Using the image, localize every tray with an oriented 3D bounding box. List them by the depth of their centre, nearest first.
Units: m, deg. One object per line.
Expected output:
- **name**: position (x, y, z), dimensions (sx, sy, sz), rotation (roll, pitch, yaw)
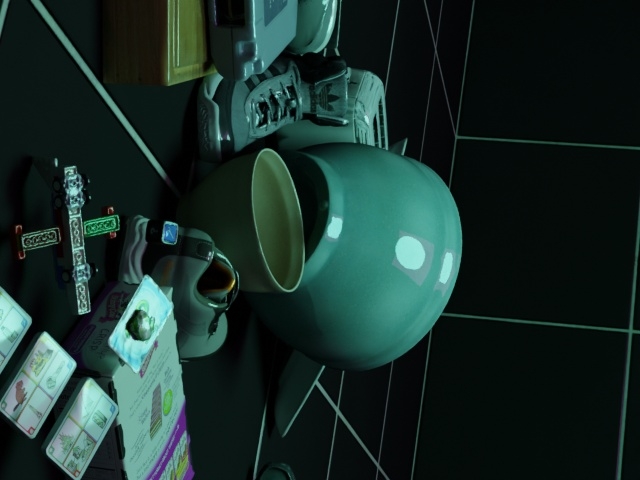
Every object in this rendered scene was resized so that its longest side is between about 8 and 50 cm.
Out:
- **tray**: position (-0.142, -0.366, 1.348), dimensions (0.203, 0.076, 0.410), rotation (-40, 134, -72)

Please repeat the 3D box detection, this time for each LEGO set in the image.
- **LEGO set**: position (-0.212, 0.052, 1.171), dimensions (0.182, 0.060, 0.244), rotation (54, 51, -40)

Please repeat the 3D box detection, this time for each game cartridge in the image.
- **game cartridge**: position (-0.067, -0.330, 1.410), dimensions (0.196, 0.060, 0.294), rotation (-53, 146, -61)

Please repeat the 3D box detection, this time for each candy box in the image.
- **candy box**: position (-0.189, 0.179, 1.334), dimensions (0.159, 0.071, 0.233), rotation (-62, 154, -58)

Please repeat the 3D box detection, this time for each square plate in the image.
- **square plate**: position (0.021, 0.061, 2.026), dimensions (0.347, 0.049, 0.344), rotation (-71, -176, -48)

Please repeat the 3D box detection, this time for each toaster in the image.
- **toaster**: position (0.012, -0.144, 1.925), dimensions (0.129, 0.146, 0.227), rotation (-70, 160, -48)

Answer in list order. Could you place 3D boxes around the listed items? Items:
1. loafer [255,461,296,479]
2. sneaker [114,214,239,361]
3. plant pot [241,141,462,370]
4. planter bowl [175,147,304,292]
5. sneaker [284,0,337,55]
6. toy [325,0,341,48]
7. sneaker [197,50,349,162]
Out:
- **loafer**: position (-0.074, 0.416, 1.901), dimensions (0.078, 0.076, 0.223), rotation (56, 44, -82)
- **sneaker**: position (-0.133, 0.063, 1.460), dimensions (0.271, 0.108, 0.100), rotation (69, 27, -65)
- **plant pot**: position (0.000, 0.000, 1.723), dimensions (0.196, 0.293, 0.293), rotation (24, 68, -48)
- **planter bowl**: position (-0.095, -0.015, 1.551), dimensions (0.162, 0.109, 0.162), rotation (-9, 90, -73)
- **sneaker**: position (-0.043, -0.354, 1.655), dimensions (0.178, 0.124, 0.295), rotation (-65, 149, -69)
- **toy**: position (-0.031, -0.372, 1.799), dimensions (0.056, 0.137, 0.237), rotation (0, 97, -37)
- **sneaker**: position (-0.048, -0.166, 1.641), dimensions (0.268, 0.153, 0.101), rotation (-62, 153, -60)
